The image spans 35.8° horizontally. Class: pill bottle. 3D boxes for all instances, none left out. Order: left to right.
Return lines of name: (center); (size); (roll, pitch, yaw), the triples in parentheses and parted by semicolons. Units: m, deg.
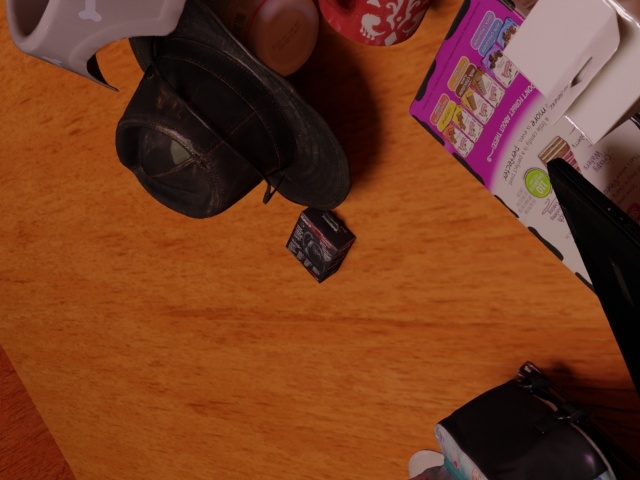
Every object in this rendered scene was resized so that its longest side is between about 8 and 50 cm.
pill bottle: (-0.085, -0.226, 0.987); (0.160, 0.087, 0.087); (31, 139, 34)

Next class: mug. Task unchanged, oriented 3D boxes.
mug: (0.042, -0.240, 0.769); (0.169, 0.150, 0.113); (112, 143, -57)

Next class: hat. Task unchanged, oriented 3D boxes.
hat: (-0.127, -0.103, 1.011); (0.331, 0.134, 0.331); (37, 164, 12)

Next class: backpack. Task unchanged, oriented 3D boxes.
backpack: (0.206, 0.282, 0.902); (0.253, 0.191, 0.225); (56, 176, -12)

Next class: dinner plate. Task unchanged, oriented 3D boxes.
dinner plate: (0.157, 0.317, 1.204); (0.141, 0.017, 0.141); (31, 138, 34)

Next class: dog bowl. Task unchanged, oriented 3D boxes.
dog bowl: (-0.205, -0.316, 0.909); (0.349, 0.102, 0.349); (-17, 70, 59)

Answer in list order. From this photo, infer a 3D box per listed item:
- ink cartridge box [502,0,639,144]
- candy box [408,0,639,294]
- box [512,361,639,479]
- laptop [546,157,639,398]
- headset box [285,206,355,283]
ink cartridge box: (0.198, -0.139, 0.644); (0.090, 0.143, 0.092); (48, 146, 13)
candy box: (0.192, -0.084, 0.764); (0.233, 0.071, 0.159); (47, 147, 15)
box: (0.239, 0.237, 1.022); (0.164, 0.021, 0.201); (41, 144, 22)
laptop: (0.390, 0.118, 0.624); (0.382, 0.236, 0.408); (58, 180, -37)
headset box: (0.000, 0.000, 1.120); (0.062, 0.032, 0.083); (46, 145, 15)
